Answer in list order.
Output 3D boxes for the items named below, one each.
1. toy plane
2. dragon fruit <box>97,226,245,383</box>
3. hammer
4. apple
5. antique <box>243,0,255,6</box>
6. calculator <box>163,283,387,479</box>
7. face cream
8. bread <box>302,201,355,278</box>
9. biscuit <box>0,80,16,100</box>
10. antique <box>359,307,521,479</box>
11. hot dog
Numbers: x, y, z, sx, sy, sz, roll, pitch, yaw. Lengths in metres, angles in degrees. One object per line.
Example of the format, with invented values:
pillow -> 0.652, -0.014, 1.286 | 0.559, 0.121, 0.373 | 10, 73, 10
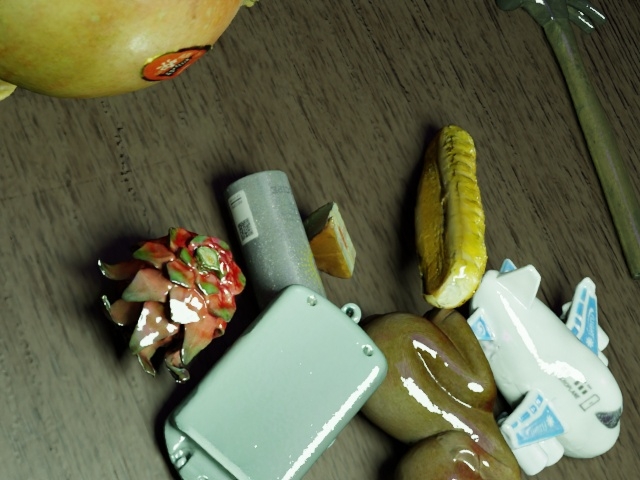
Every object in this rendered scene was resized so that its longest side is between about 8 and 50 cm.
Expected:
toy plane -> 0.258, 0.140, 1.533 | 0.266, 0.122, 0.267 | 16, 66, -40
dragon fruit -> -0.143, 0.055, 1.312 | 0.142, 0.121, 0.130 | -28, 50, -16
hammer -> 0.368, -0.154, 1.821 | 0.168, 0.044, 0.440 | -4, 70, -34
apple -> -0.241, -0.287, 1.279 | 0.338, 0.305, 0.339 | 29, 45, -34
antique -> -0.113, -0.345, 1.514 | 0.148, 0.152, 0.147 | 30, 54, -22
calculator -> -0.041, 0.154, 1.316 | 0.141, 0.045, 0.246 | 41, 74, 1
face cream -> -0.029, 0.065, 1.410 | 0.073, 0.073, 0.284 | -6, 71, -37
bread -> 0.000, 0.000, 1.479 | 0.062, 0.109, 0.043 | -2, 53, 12
biscuit -> -0.398, -0.155, 1.297 | 0.247, 0.029, 0.118 | -36, 89, -41
antique -> 0.112, 0.190, 1.414 | 0.143, 0.121, 0.257 | -3, 67, -36
hot dog -> 0.152, -0.029, 1.541 | 0.068, 0.083, 0.289 | 37, 33, -23
